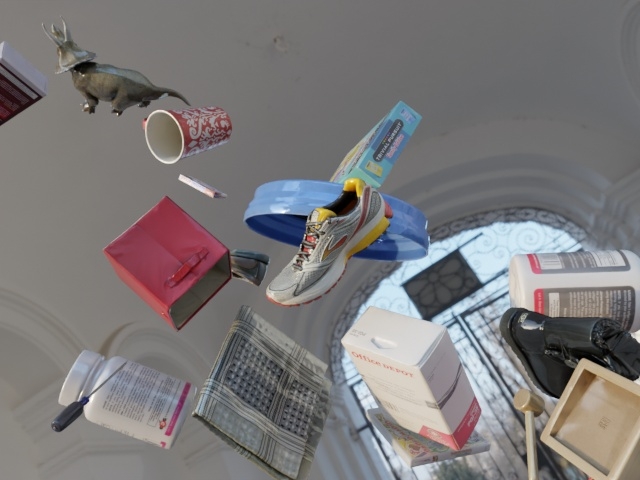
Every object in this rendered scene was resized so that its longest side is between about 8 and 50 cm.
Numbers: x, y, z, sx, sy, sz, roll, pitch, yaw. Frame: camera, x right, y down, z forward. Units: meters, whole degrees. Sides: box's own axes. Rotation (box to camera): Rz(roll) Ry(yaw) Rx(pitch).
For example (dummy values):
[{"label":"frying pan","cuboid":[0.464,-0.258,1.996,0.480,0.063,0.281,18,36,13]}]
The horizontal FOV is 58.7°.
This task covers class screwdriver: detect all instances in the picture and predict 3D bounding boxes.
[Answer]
[{"label":"screwdriver","cuboid":[-0.345,0.233,0.862,0.025,0.024,0.170,-65,-6,21]}]

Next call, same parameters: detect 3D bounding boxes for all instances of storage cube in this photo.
[{"label":"storage cube","cuboid":[-0.330,0.056,1.262,0.183,0.193,0.215,-46,-10,-21]}]

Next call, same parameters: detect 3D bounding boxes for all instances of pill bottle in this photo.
[{"label":"pill bottle","cuboid":[-0.457,0.375,1.361,0.283,0.160,0.160,23,-45,-8]},{"label":"pill bottle","cuboid":[0.571,0.109,1.194,0.319,0.176,0.176,-3,-25,10]}]

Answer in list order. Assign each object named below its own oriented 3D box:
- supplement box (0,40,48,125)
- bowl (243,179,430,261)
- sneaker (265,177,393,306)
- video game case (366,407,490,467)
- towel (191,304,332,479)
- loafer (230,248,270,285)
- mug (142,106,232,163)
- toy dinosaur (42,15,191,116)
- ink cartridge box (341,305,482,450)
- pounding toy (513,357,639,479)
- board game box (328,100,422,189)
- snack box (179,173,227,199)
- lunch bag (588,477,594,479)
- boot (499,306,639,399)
[{"label":"supplement box","cuboid":[-0.783,-0.346,1.345,0.240,0.073,0.130,-27,-38,12]},{"label":"bowl","cuboid":[0.038,-0.036,1.199,0.392,0.077,0.391,10,-10,2]},{"label":"sneaker","cuboid":[0.000,0.000,0.819,0.225,0.088,0.092,-48,-55,-13]},{"label":"video game case","cuboid":[0.248,0.446,1.347,0.207,0.227,0.026,-3,-76,-20]},{"label":"towel","cuboid":[-0.105,0.347,1.281,0.056,0.312,0.324,-32,-66,35]},{"label":"loafer","cuboid":[-0.257,0.066,1.468,0.268,0.084,0.096,2,-16,29]},{"label":"mug","cuboid":[-0.297,-0.255,1.264,0.169,0.150,0.113,-30,-17,-52]},{"label":"toy dinosaur","cuboid":[-0.436,-0.327,1.211,0.314,0.120,0.160,24,-11,-16]},{"label":"ink cartridge box","cuboid":[0.197,0.289,1.207,0.117,0.207,0.283,-47,-53,-28]},{"label":"pounding toy","cuboid":[0.358,0.261,0.766,0.094,0.206,0.181,27,-90,-19]},{"label":"board game box","cuboid":[0.114,-0.201,1.569,0.253,0.079,0.336,-58,9,-27]},{"label":"snack box","cuboid":[-0.401,-0.182,1.936,0.064,0.178,0.022,9,-74,-58]},{"label":"lunch bag","cuboid":[0.574,0.427,0.963,0.258,0.120,0.293,-23,26,51]},{"label":"boot","cuboid":[0.448,0.210,0.970,0.094,0.246,0.207,-51,23,-18]}]
